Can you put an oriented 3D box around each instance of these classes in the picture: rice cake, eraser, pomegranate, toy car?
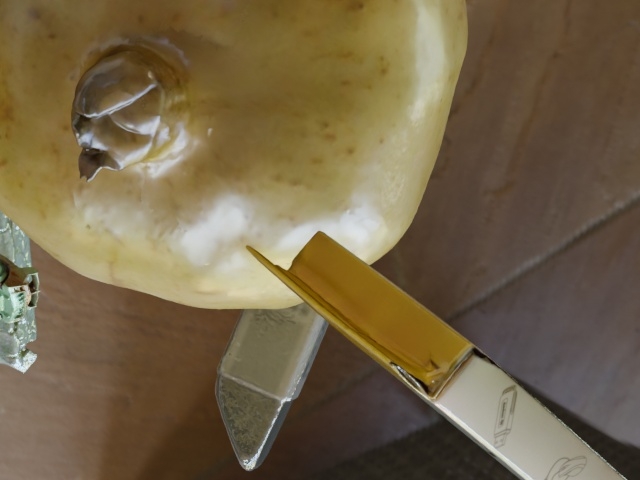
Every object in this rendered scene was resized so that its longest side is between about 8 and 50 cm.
[{"bbox_3d":[-0.401,0.009,1.743,0.063,0.066,0.336,-35,130,-52],"label":"rice cake"},{"bbox_3d":[0.000,0.000,1.038,0.061,0.089,0.352,24,88,5],"label":"eraser"},{"bbox_3d":[-0.070,-0.108,0.852,0.342,0.342,0.343,-13,114,-32],"label":"pomegranate"},{"bbox_3d":[-0.254,0.012,0.979,0.035,0.122,0.059,-47,166,-32],"label":"toy car"}]

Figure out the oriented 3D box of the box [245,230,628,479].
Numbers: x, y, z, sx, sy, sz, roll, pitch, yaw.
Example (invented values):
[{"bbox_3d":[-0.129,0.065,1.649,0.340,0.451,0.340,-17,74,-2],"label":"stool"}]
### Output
[{"bbox_3d":[0.079,0.078,0.630,0.033,0.129,0.247,-50,128,-2],"label":"box"}]
